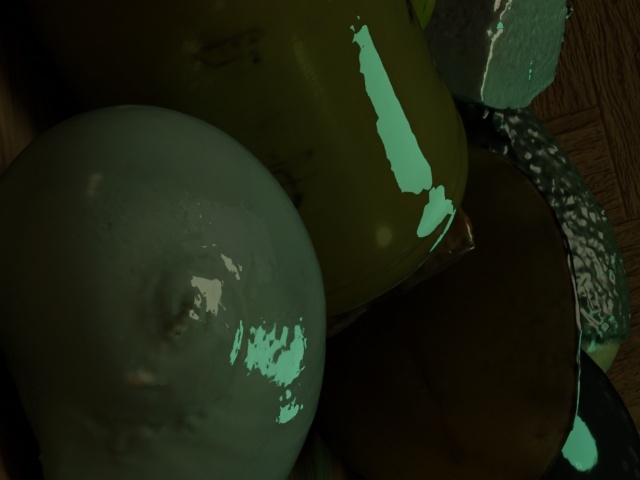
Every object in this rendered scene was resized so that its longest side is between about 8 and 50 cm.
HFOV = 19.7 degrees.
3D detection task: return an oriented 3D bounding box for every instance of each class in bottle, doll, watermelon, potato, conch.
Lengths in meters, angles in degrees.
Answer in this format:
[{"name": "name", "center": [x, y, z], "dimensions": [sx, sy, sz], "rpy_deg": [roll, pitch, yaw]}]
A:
[{"name": "bottle", "center": [-0.052, -0.126, 0.828], "dimensions": [0.351, 0.171, 0.172], "rpy_deg": [65, 15, -49]}, {"name": "doll", "center": [0.146, -0.001, 1.731], "dimensions": [0.247, 0.247, 0.350], "rpy_deg": [19, 50, -79]}, {"name": "watermelon", "center": [0.113, -0.277, 1.581], "dimensions": [0.228, 0.258, 0.387], "rpy_deg": [8, 44, -38]}, {"name": "potato", "center": [0.053, 0.052, 1.194], "dimensions": [0.299, 0.116, 0.239], "rpy_deg": [-175, -91, -67]}, {"name": "conch", "center": [-0.062, 0.052, 0.735], "dimensions": [0.185, 0.121, 0.221], "rpy_deg": [-63, 154, -29]}]

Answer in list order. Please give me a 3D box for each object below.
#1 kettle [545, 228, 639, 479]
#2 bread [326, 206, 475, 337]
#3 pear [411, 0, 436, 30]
[{"name": "kettle", "center": [0.144, 0.123, 1.434], "dimensions": [0.290, 0.207, 0.268], "rpy_deg": [59, 45, -59]}, {"name": "bread", "center": [0.006, -0.018, 1.111], "dimensions": [0.127, 0.152, 0.147], "rpy_deg": [44, 24, -75]}, {"name": "pear", "center": [-0.005, -0.194, 1.157], "dimensions": [0.220, 0.187, 0.188], "rpy_deg": [105, -22, -62]}]
